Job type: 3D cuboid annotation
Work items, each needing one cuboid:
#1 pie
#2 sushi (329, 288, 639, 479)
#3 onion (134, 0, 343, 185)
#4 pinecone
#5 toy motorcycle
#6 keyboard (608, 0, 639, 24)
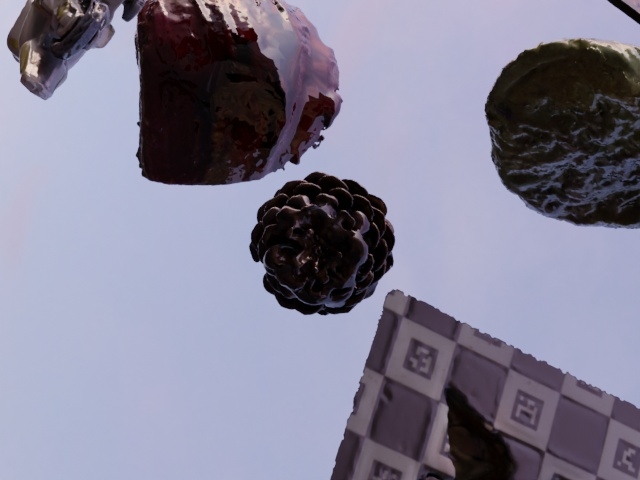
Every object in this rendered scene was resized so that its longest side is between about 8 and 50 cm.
[{"bbox_3d":[0.299,-0.100,1.389,0.277,0.277,0.078,-40,-150,55],"label":"pie"},{"bbox_3d":[0.157,0.274,1.302,0.064,0.359,0.343,-33,-146,61],"label":"sushi"},{"bbox_3d":[-0.118,-0.238,1.771,0.146,0.280,0.314,80,4,-64],"label":"onion"},{"bbox_3d":[0.000,0.000,0.688,0.083,0.077,0.077,61,25,-76],"label":"pinecone"},{"bbox_3d":[-0.236,-0.205,1.245,0.151,0.074,0.228,-39,-150,23],"label":"toy motorcycle"},{"bbox_3d":[0.338,-0.251,1.403,0.310,0.101,0.018,39,-47,10],"label":"keyboard"}]
